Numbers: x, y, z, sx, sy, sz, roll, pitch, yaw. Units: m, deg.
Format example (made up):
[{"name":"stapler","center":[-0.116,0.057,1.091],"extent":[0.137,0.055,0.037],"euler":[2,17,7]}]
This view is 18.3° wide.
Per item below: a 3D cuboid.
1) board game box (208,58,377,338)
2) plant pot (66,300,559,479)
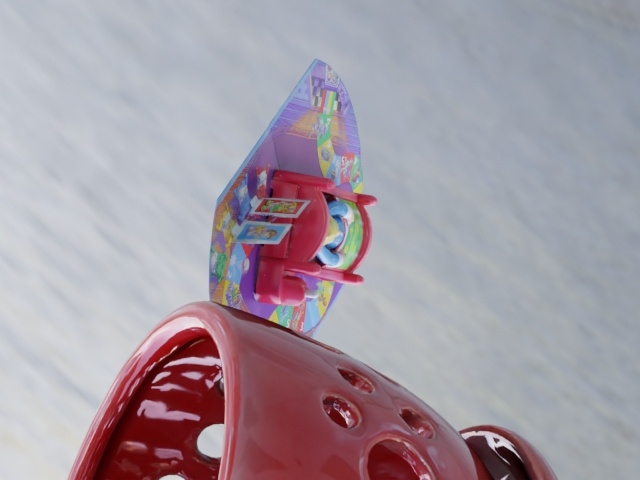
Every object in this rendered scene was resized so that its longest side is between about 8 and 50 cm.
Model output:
[{"name":"board game box","center":[0.000,0.000,0.949],"extent":[0.033,0.169,0.133],"euler":[9,133,24]},{"name":"plant pot","center":[-0.006,0.140,0.807],"extent":[0.174,0.191,0.191],"euler":[23,165,-23]}]
